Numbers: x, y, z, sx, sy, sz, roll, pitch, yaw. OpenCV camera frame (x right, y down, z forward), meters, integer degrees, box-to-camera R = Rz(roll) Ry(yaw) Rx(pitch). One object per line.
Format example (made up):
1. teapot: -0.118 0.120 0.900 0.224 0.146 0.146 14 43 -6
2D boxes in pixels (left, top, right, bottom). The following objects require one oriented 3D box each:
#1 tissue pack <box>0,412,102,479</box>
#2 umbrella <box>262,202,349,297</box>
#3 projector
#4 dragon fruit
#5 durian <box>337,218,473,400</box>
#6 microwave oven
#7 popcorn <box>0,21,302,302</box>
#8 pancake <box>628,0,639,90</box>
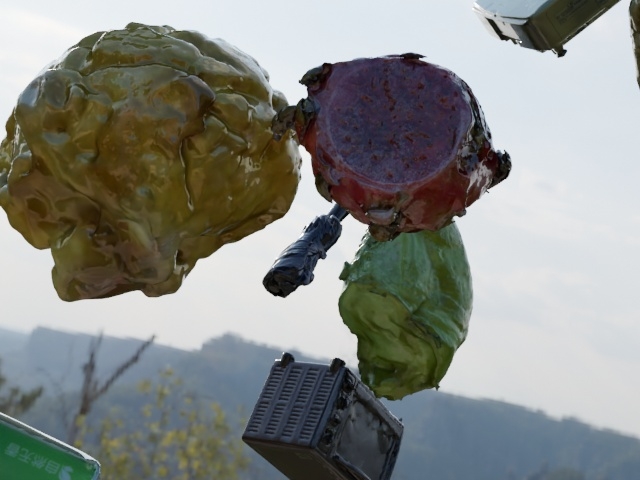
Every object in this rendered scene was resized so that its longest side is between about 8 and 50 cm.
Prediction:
1. tissue pack: -0.432 0.256 1.148 0.404 0.205 0.332 24 -25 2
2. umbrella: -0.004 0.004 1.781 0.071 0.248 0.071 19 -48 23
3. projector: 0.345 -0.360 1.691 0.088 0.193 0.269 51 3 -18
4. dragon fruit: 0.072 -0.106 1.268 0.282 0.211 0.147 13 -3 8
5. durian: 0.151 0.078 1.935 0.204 0.340 0.256 7 -30 36
6. microwave oven: 0.018 0.339 2.054 0.188 0.178 0.247 -2 -35 37
7. popcorn: -0.231 -0.121 1.512 0.354 0.390 0.344 35 -30 42
8. pancake: 0.531 -0.206 1.387 0.387 0.082 0.387 36 -28 22
